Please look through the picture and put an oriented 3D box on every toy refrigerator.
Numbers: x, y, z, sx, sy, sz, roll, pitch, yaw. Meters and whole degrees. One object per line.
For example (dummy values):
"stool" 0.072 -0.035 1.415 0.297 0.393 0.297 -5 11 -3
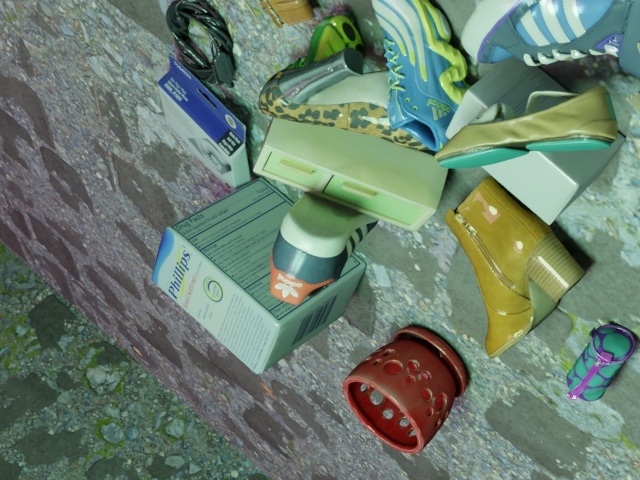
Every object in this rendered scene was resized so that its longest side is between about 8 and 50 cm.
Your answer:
"toy refrigerator" 0.044 -0.106 1.537 0.269 0.094 0.102 21 158 -7

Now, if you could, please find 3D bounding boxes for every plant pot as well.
"plant pot" 0.166 0.271 1.905 0.191 0.174 0.191 37 152 24

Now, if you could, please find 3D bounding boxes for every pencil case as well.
"pencil case" 0.412 0.183 1.525 0.064 0.070 0.151 39 153 19

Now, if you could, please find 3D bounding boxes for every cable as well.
"cable" -0.211 -0.353 1.798 0.150 0.047 0.184 35 156 36

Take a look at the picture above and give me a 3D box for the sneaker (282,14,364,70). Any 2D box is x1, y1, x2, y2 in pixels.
"sneaker" -0.014 -0.235 1.569 0.123 0.109 0.295 38 153 13

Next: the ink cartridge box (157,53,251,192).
"ink cartridge box" -0.221 -0.213 1.945 0.223 0.045 0.224 45 161 19

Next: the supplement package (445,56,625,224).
"supplement package" 0.265 -0.129 1.286 0.179 0.105 0.105 43 153 13

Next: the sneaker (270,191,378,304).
"sneaker" 0.000 0.000 1.618 0.131 0.350 0.148 27 111 11

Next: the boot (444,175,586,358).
"boot" 0.262 0.039 1.547 0.211 0.104 0.295 47 150 15

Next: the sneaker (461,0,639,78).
"sneaker" 0.305 -0.211 1.081 0.236 0.130 0.323 51 148 3

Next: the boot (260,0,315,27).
"boot" -0.051 -0.383 1.475 0.152 0.073 0.197 59 164 -18

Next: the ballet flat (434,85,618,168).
"ballet flat" 0.233 -0.130 1.182 0.232 0.080 0.073 -5 82 41

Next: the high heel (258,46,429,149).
"high heel" 0.046 -0.179 1.468 0.186 0.093 0.261 -16 147 40

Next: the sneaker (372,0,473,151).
"sneaker" 0.124 -0.222 1.353 0.240 0.126 0.091 52 153 -9

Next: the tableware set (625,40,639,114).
"tableware set" 0.369 -0.170 0.967 0.141 0.169 0.020 55 -159 -51

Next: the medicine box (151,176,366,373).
"medicine box" -0.115 0.057 1.915 0.289 0.263 0.149 39 133 18
